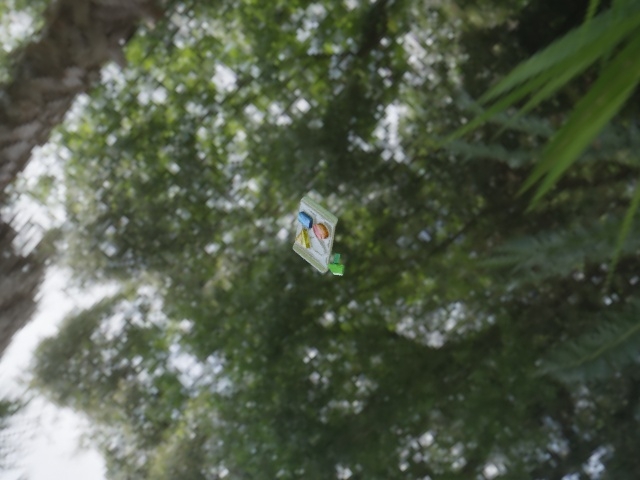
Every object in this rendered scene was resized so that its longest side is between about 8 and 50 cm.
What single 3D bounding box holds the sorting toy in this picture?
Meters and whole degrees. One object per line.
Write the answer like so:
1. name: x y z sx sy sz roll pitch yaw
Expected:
1. sorting toy: 0.000 0.000 1.241 0.012 0.062 0.083 -9 -146 -37
